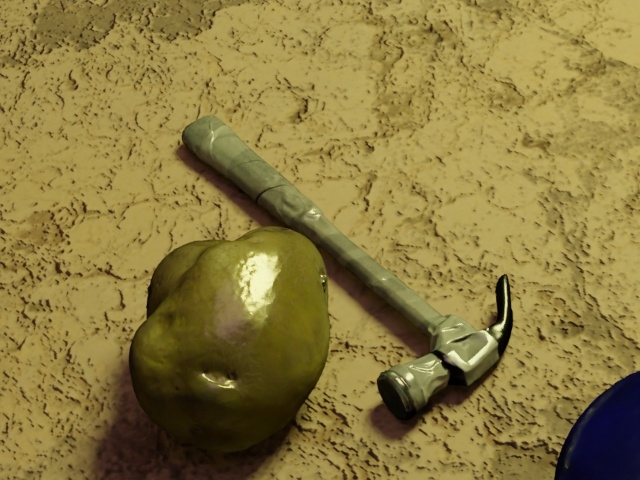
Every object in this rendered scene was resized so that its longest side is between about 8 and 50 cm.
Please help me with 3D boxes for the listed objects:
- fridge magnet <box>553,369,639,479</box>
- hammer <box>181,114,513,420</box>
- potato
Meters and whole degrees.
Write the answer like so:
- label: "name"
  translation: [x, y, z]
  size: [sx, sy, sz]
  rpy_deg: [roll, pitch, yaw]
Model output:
- label: "fridge magnet"
  translation: [0.303, 0.193, 1.404]
  size: [0.265, 0.112, 0.265]
  rpy_deg: [-5, 45, 5]
- label: "hammer"
  translation: [0.000, 0.001, 1.699]
  size: [0.152, 0.044, 0.427]
  rpy_deg: [-33, 49, -23]
- label: "potato"
  translation: [-0.071, 0.076, 1.574]
  size: [0.154, 0.137, 0.200]
  rpy_deg: [-27, 35, 37]
